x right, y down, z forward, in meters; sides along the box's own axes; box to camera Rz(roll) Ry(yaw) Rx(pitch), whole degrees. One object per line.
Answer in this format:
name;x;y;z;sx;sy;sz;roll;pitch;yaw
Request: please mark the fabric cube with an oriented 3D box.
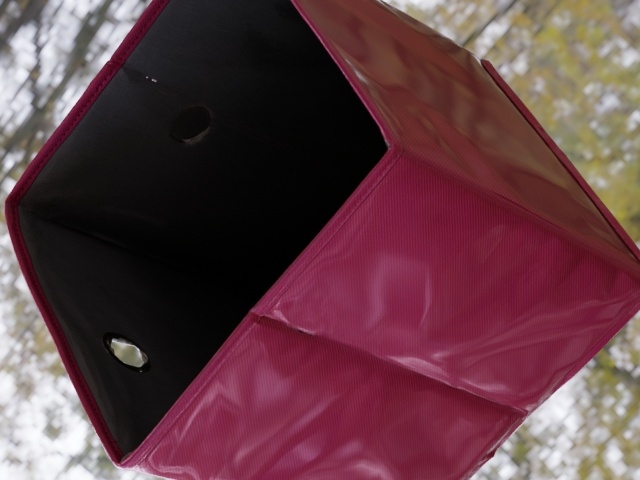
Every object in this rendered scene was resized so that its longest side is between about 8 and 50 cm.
fabric cube;0.000;0.000;1.037;0.258;0.259;0.254;23;-155;-43
